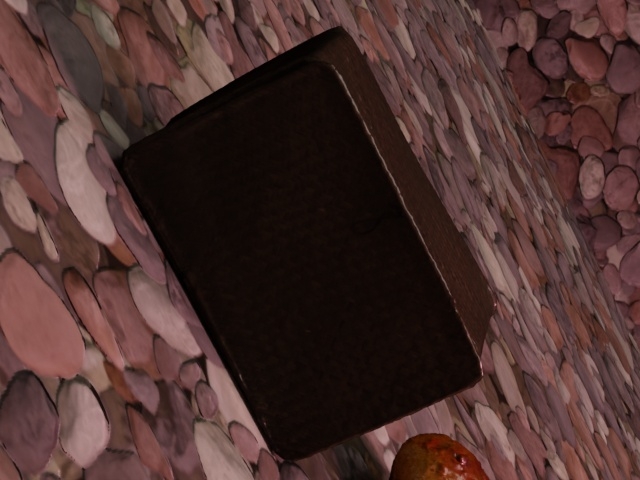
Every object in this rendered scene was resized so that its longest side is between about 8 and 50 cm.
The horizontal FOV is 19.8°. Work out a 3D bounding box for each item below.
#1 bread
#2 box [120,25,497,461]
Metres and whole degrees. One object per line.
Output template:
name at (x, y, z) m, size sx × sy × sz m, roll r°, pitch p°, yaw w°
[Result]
bread at (0.126, 0.289, 1.521) m, size 0.139 × 0.095 × 0.269 m, roll -2°, pitch 70°, yaw -65°
box at (-0.001, 0.000, 1.393) m, size 0.273 × 0.184 × 0.143 m, roll 61°, pitch 17°, yaw -8°
